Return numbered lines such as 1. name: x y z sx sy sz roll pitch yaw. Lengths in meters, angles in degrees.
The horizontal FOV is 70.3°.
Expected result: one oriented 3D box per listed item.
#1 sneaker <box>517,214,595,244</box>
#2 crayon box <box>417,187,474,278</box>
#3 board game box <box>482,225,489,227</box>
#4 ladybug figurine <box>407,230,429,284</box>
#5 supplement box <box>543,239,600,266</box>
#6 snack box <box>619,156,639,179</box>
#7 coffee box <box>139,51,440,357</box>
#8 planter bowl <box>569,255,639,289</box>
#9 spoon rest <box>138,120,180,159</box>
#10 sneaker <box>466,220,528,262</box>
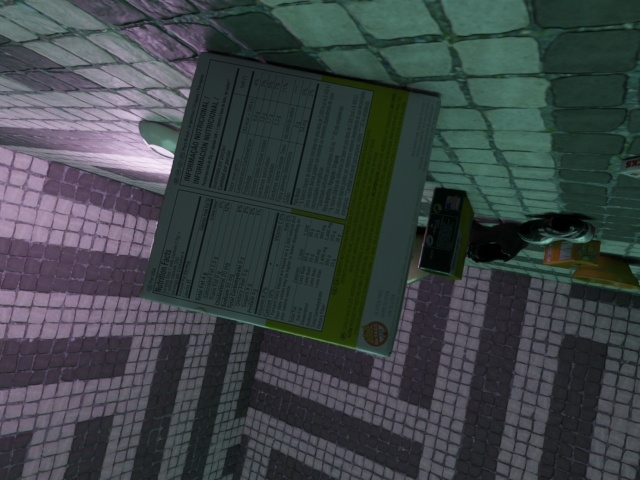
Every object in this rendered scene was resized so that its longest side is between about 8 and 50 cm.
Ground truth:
1. sneaker: 0.569 -0.037 1.121 0.077 0.072 0.178 28 160 -31
2. crayon box: 0.343 -0.002 1.211 0.081 0.203 0.318 11 176 24
3. board game box: 0.567 -0.014 1.542 0.193 0.045 0.147 12 176 3
4. ladybug figurine: 0.344 0.064 1.983 0.162 0.305 0.449 54 161 -12
5. supplement box: 0.792 0.043 1.440 0.077 0.080 0.233 11 178 6
6. snack box: 0.487 -0.102 0.585 0.064 0.022 0.178 14 177 -11
7. coffee box: -0.032 -0.041 0.733 0.333 0.339 0.337 12 176 4
8. planter bowl: 1.005 0.106 1.595 0.217 0.091 0.217 12 177 1
9. spoon rest: -0.327 -0.223 1.143 0.137 0.084 0.276 7 161 44
10. sneaker: 0.471 0.009 1.385 0.286 0.109 0.130 -2 -150 49
